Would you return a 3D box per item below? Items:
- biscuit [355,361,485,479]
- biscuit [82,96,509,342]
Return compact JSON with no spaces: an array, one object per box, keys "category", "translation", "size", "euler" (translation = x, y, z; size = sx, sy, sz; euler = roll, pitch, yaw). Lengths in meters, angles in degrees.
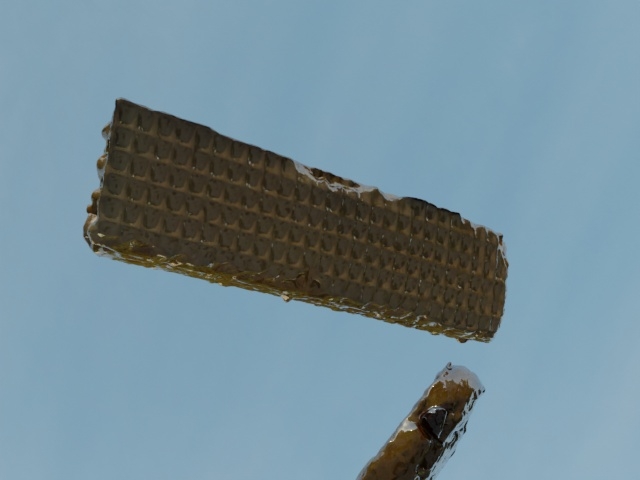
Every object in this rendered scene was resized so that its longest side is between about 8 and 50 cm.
[{"category":"biscuit","translation":[0.086,0.260,1.311],"size":[0.075,0.296,0.296],"euler":[38,-85,8]},{"category":"biscuit","translation":[0.000,0.000,0.810],"size":[0.378,0.054,0.094],"euler":[15,-103,-41]}]
